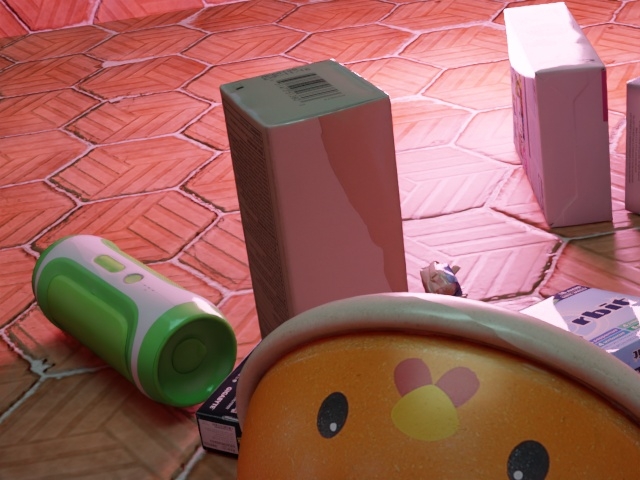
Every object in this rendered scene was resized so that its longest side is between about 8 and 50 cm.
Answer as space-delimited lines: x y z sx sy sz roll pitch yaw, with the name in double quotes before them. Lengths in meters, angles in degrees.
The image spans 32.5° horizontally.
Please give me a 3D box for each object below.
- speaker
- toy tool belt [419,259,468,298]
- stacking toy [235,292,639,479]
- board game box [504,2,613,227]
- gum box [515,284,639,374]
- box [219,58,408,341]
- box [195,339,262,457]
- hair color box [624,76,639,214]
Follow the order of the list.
"speaker" -0.222 0.086 1.272 0.131 0.131 0.296 -25 32 -31
"toy tool belt" 0.153 0.055 1.316 0.051 0.052 0.083 -18 28 -2
"stacking toy" 0.041 0.302 0.669 0.350 0.350 0.480 4 46 23
"board game box" 0.331 -0.186 1.548 0.097 0.224 0.303 -7 27 4
"gum box" 0.278 0.101 1.153 0.157 0.041 0.184 -20 15 -25
"box" 0.000 0.000 1.061 0.121 0.311 0.148 -16 29 -17
"box" -0.001 0.154 1.163 0.175 0.051 0.220 7 30 26
"hair color box" 0.554 -0.088 1.335 0.113 0.185 0.374 -24 31 -30
